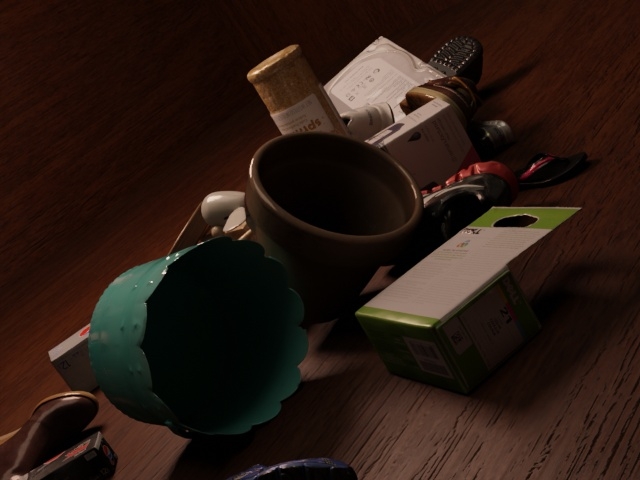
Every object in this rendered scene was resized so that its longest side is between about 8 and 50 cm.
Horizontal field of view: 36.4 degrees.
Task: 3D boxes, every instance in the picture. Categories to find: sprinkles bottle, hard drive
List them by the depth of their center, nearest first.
[{"bbox_3d":[-0.004,-0.202,1.901,0.121,0.355,0.121,-29,16,9],"label":"sprinkles bottle"},{"bbox_3d":[0.150,-0.308,2.160,0.237,0.064,0.339,-42,44,-2],"label":"hard drive"}]

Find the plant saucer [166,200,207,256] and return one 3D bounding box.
[{"bbox_3d":[-0.314,0.041,2.125,0.278,0.041,0.278,-59,6,10],"label":"plant saucer"}]

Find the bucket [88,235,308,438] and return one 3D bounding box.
[{"bbox_3d":[-0.174,0.139,1.359,0.183,0.281,0.281,-11,25,49],"label":"bucket"}]

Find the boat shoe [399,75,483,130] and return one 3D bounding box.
[{"bbox_3d":[0.241,-0.268,1.853,0.123,0.123,0.342,-40,5,1],"label":"boat shoe"}]

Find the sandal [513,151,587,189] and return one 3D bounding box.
[{"bbox_3d":[0.344,-0.114,1.565,0.179,0.040,0.067,-15,23,46],"label":"sandal"}]

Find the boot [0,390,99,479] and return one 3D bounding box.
[{"bbox_3d":[-0.476,0.369,1.604,0.248,0.090,0.207,-29,28,4],"label":"boot"}]

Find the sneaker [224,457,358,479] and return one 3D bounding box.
[{"bbox_3d":[-0.056,0.275,1.066,0.221,0.083,0.087,-20,11,26],"label":"sneaker"}]

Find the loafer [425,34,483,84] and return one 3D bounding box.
[{"bbox_3d":[0.248,-0.306,2.241,0.366,0.130,0.134,-41,50,-2],"label":"loafer"}]

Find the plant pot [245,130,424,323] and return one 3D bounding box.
[{"bbox_3d":[0.000,0.000,1.469,0.263,0.263,0.229,-52,-16,-51],"label":"plant pot"}]

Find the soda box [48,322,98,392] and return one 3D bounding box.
[{"bbox_3d":[-0.388,0.184,1.919,0.286,0.098,0.091,-36,17,-13],"label":"soda box"}]

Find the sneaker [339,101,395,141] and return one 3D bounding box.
[{"bbox_3d":[0.025,-0.211,2.059,0.129,0.111,0.297,-3,-21,-38],"label":"sneaker"}]

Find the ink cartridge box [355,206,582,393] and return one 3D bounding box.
[{"bbox_3d":[0.199,0.062,1.205,0.255,0.097,0.189,-36,16,-20],"label":"ink cartridge box"}]

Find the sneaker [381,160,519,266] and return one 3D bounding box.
[{"bbox_3d":[0.175,-0.023,1.501,0.276,0.097,0.135,-27,19,25],"label":"sneaker"}]

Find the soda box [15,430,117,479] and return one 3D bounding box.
[{"bbox_3d":[-0.395,0.362,1.474,0.169,0.053,0.060,-30,16,2],"label":"soda box"}]

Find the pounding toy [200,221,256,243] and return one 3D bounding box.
[{"bbox_3d":[-0.160,0.000,2.083,0.181,0.094,0.206,-14,32,35],"label":"pounding toy"}]

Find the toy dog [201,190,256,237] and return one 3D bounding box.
[{"bbox_3d":[-0.074,-0.019,1.831,0.333,0.220,0.161,-11,65,49],"label":"toy dog"}]

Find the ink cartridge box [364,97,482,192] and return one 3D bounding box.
[{"bbox_3d":[0.149,-0.107,1.666,0.237,0.172,0.100,-31,16,2],"label":"ink cartridge box"}]

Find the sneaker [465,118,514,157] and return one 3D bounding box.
[{"bbox_3d":[0.289,-0.192,1.863,0.075,0.063,0.170,-32,19,-26],"label":"sneaker"}]

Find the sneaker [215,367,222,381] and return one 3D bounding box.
[{"bbox_3d":[-0.215,0.222,1.550,0.073,0.063,0.162,-43,19,-25],"label":"sneaker"}]
